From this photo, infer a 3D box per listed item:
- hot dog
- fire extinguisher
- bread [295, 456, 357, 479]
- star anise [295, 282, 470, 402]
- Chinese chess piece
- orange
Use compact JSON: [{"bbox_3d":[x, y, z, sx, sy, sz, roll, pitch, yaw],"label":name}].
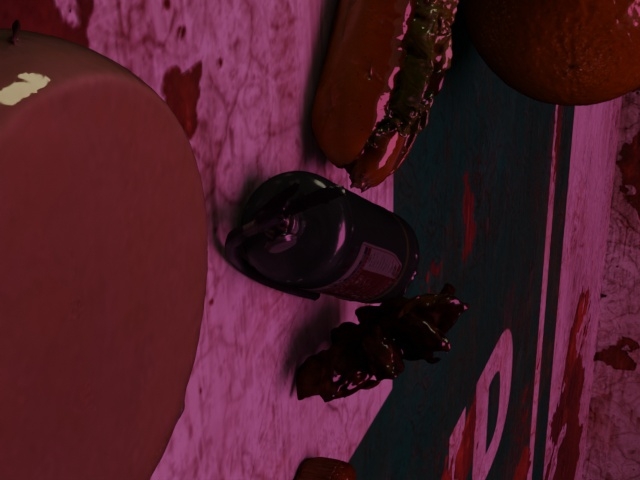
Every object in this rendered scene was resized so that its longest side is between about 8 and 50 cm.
[{"bbox_3d":[0.073,-0.198,1.022,0.135,0.100,0.337,39,62,-68],"label":"hot dog"},{"bbox_3d":[0.000,0.000,0.940,0.093,0.118,0.294,68,15,14],"label":"fire extinguisher"},{"bbox_3d":[0.008,0.251,1.132,0.085,0.053,0.085,10,90,-70],"label":"bread"},{"bbox_3d":[0.056,0.094,1.103,0.073,0.177,0.234,62,3,2],"label":"star anise"},{"bbox_3d":[-0.151,0.036,0.543,0.273,0.102,0.273,12,90,-69],"label":"Chinese chess piece"},{"bbox_3d":[0.288,-0.288,1.322,0.274,0.274,0.274,10,90,-70],"label":"orange"}]
